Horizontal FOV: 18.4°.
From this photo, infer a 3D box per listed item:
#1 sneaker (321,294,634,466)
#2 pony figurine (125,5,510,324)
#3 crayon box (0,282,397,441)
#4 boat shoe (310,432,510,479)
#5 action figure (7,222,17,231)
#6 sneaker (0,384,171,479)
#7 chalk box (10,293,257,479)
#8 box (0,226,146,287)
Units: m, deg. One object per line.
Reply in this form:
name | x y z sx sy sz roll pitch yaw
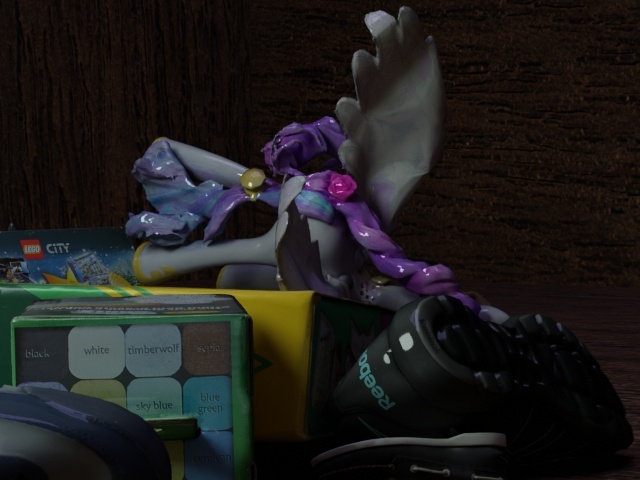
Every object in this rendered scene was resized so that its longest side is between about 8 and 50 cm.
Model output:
sneaker | 0.107 0.104 1.302 0.106 0.101 0.267 -40 -37 24
pony figurine | 0.000 0.000 1.772 0.364 0.351 0.302 8 50 34
crayon box | -0.124 0.086 1.419 0.313 0.106 0.363 0 -4 10
boat shoe | 0.056 0.140 1.196 0.125 0.038 0.046 -1 -18 -22
action figure | -0.335 0.070 2.013 0.141 0.164 0.276 3 6 -18
sneaker | -0.213 0.137 0.849 0.319 0.112 0.131 -5 19 -14
chalk box | -0.104 0.102 1.104 0.132 0.132 0.213 -1 3 -4
box | -0.263 0.070 1.839 0.233 0.159 0.044 -2 -26 -39
